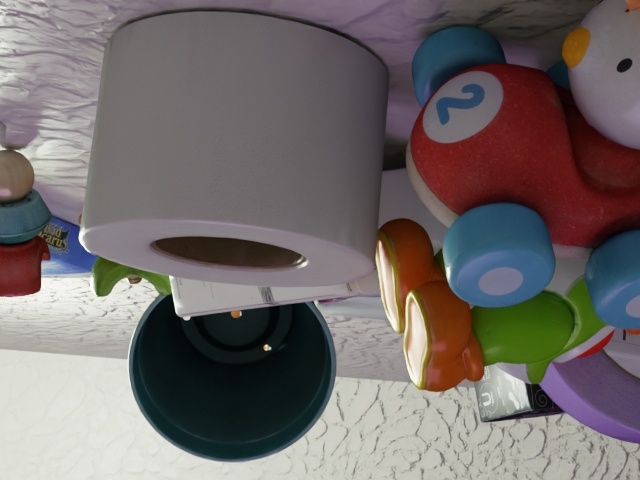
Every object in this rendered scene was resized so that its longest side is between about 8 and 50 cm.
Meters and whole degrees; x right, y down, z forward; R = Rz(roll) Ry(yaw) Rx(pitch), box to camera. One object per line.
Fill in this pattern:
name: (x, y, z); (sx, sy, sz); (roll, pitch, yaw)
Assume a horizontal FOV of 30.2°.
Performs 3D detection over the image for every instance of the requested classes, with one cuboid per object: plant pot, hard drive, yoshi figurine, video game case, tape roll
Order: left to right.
video game case: (-0.472, 0.000, 1.682); (0.244, 0.061, 0.269); (-2, 165, 24)
plant pot: (-0.119, 0.134, 1.670); (0.272, 0.271, 0.255); (6, -166, -4)
tape roll: (-0.068, -0.066, 0.989); (0.246, 0.169, 0.246); (5, 168, 1)
hard drive: (0.151, 0.101, 1.939); (0.308, 0.040, 0.203); (6, 167, -3)
yoshi figurine: (0.237, 0.003, 0.978); (0.362, 0.203, 0.203); (-9, 171, -9)
tape roll: (0.324, 0.054, 1.125); (0.275, 0.274, 0.090); (6, 167, -3)

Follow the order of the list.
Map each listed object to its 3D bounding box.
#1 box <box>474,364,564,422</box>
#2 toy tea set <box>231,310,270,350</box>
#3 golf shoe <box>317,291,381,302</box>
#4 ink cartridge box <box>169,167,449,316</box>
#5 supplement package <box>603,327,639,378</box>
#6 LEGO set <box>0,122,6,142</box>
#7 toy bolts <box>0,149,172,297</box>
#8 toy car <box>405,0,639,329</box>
box: (0.367, 0.184, 1.829); (0.247, 0.163, 0.142); (-2, 165, -29)
toy tea set: (-0.091, 0.135, 2.032); (0.200, 0.124, 0.336); (43, 178, -11)
golf shoe: (0.107, 0.022, 1.495); (0.140, 0.115, 0.306); (1, 178, -35)
ink cartridge box: (0.000, 0.000, 1.255); (0.207, 0.117, 0.283); (-10, 180, -43)
supplement package: (0.355, 0.068, 1.403); (0.293, 0.175, 0.177); (11, 165, -24)
LEGO set: (-0.449, -0.092, 1.211); (0.227, 0.087, 0.093); (0, 167, 15)
toy bolts: (-0.283, -0.044, 1.369); (0.229, 0.158, 0.218); (-3, -151, -8)
toy car: (0.189, -0.101, 0.799); (0.210, 0.219, 0.238); (10, 137, -17)
